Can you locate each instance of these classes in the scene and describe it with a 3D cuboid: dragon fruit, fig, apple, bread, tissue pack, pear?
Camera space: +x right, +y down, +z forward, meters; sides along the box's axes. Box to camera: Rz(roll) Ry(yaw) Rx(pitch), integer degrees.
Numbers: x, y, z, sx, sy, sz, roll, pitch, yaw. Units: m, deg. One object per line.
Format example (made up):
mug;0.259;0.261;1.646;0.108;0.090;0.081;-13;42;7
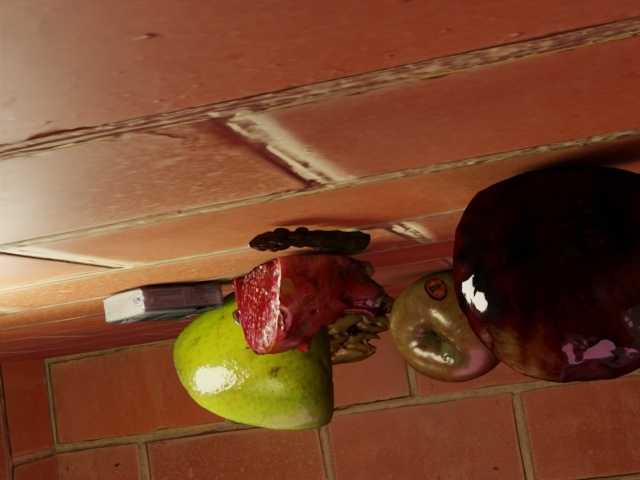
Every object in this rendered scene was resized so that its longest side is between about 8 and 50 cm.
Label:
dragon fruit;-0.006;0.091;1.528;0.211;0.134;0.262;-10;174;-16
fig;0.237;0.029;0.995;0.224;0.224;0.263;-9;-174;6
apple;0.278;0.179;2.216;0.260;0.261;0.194;-14;-169;42
bread;-0.011;0.213;2.440;0.324;0.167;0.277;-4;172;-40
tissue pack;-0.243;0.098;1.637;0.156;0.051;0.112;-2;170;-43
pear;-0.114;0.158;1.670;0.239;0.288;0.139;-7;138;-13

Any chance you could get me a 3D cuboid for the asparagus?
asparagus;-0.001;0.000;1.193;0.034;0.027;0.236;-25;166;31
